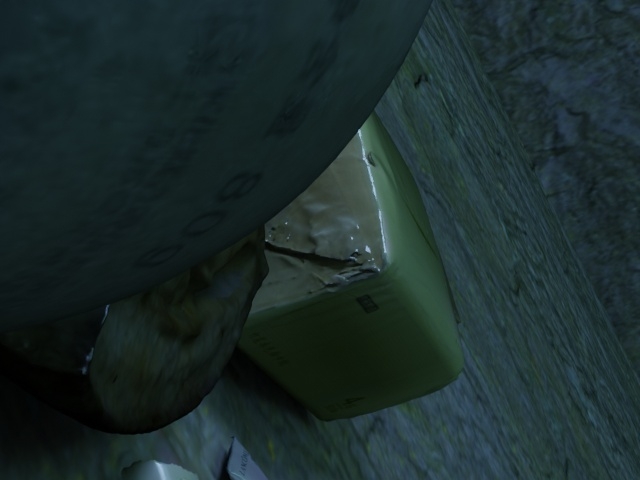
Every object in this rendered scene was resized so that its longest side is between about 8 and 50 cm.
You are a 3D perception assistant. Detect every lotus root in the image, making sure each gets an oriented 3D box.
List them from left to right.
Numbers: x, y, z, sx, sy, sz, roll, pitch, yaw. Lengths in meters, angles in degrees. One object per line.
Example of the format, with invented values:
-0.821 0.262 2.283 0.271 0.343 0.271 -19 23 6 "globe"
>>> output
-0.108 -0.028 0.814 0.314 0.142 0.210 3 99 -80 "lotus root"

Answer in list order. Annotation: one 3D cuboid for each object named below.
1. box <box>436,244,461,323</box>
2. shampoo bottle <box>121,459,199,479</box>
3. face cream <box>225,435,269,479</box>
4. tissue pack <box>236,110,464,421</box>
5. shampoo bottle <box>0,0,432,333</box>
0.060 0.043 1.396 0.035 0.079 0.083 50 19 -50 "box"
-0.059 0.171 0.832 0.049 0.034 0.141 50 20 -65 "shampoo bottle"
-0.023 0.162 1.007 0.115 0.020 0.038 58 16 -17 "face cream"
0.000 0.000 1.099 0.234 0.125 0.159 51 22 -65 "tissue pack"
-0.122 -0.128 0.504 0.322 0.322 0.317 64 24 -4 "shampoo bottle"
